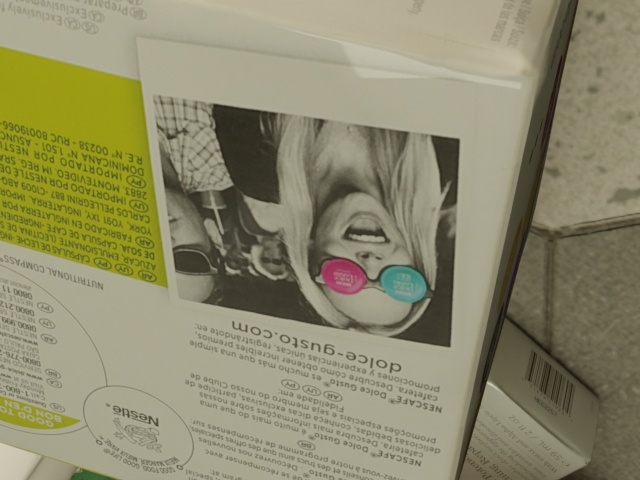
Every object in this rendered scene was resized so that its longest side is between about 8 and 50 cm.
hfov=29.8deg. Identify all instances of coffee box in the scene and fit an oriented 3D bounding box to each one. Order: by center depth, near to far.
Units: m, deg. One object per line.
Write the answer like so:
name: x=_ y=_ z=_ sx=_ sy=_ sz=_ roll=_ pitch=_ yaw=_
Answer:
coffee box: x=-0.037 y=-0.073 z=0.718 sx=0.338 sy=0.338 sz=0.334 roll=14 pitch=130 yaw=11

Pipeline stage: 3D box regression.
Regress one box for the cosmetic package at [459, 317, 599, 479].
cosmetic package: x=0.110 y=0.173 z=1.018 sx=0.117 sy=0.085 sz=0.231 roll=40 pitch=129 yaw=-11

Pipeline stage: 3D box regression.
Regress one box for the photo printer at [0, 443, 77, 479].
photo printer: x=-0.265 y=0.065 z=1.001 sx=0.256 sy=0.107 sz=0.307 roll=42 pitch=115 yaw=14

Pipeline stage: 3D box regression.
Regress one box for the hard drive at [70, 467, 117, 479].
hard drive: x=-0.168 y=0.147 z=1.073 sx=0.339 sy=0.064 sz=0.237 roll=-14 pitch=97 yaw=29
